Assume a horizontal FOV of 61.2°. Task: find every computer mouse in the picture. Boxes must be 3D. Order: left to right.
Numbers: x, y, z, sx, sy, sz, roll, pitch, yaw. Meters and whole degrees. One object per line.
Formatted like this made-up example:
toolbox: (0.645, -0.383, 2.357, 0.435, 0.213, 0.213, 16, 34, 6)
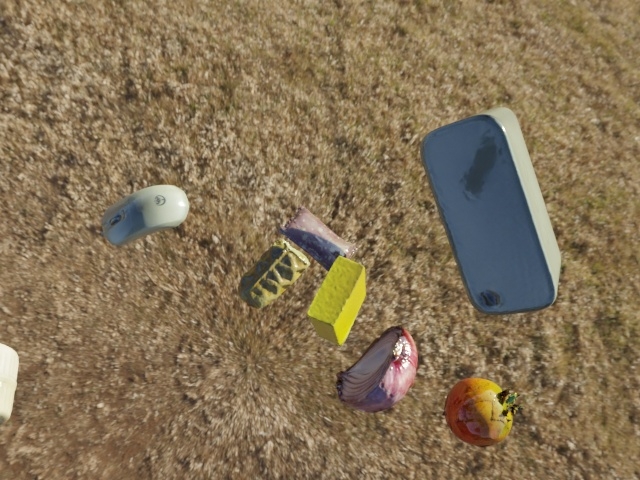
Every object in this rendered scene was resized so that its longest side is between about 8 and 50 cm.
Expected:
computer mouse: (-0.341, -0.051, 1.018, 0.181, 0.056, 0.089, -22, 68, 4)

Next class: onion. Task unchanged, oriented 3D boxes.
onion: (0.144, 0.346, 1.374, 0.120, 0.283, 0.227, 42, 51, -9)

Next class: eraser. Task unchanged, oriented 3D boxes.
eraser: (0.028, 0.092, 0.785, 0.045, 0.122, 0.097, 22, 70, 16)

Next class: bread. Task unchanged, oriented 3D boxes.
bread: (-0.176, 0.125, 1.914, 0.268, 0.130, 0.152, -46, 54, 1)

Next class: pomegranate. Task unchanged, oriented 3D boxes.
pomegranate: (0.494, 0.519, 1.657, 0.235, 0.210, 0.210, -32, 81, 25)

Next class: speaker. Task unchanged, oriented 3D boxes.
speaker: (0.364, -0.066, 1.124, 0.184, 0.183, 0.406, -35, 107, -52)

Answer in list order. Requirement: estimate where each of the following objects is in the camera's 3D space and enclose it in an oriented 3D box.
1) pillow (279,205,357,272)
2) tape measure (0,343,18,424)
pillow: (0.000, 0.000, 1.274, 0.185, 0.043, 0.118, 39, 49, 1)
tape measure: (-0.555, 0.206, 0.673, 0.271, 0.231, 0.133, -25, 55, 22)
